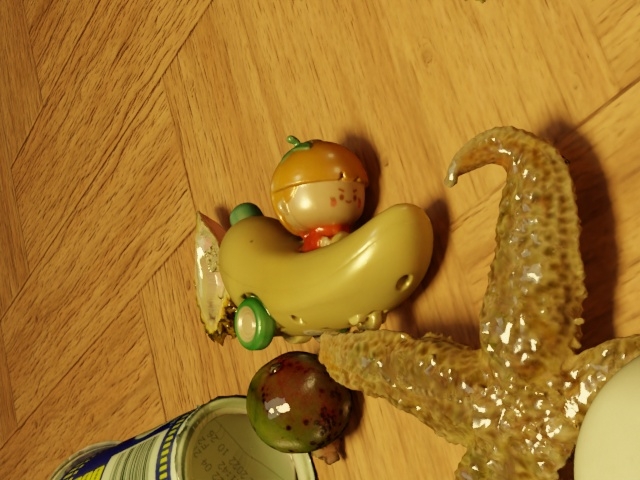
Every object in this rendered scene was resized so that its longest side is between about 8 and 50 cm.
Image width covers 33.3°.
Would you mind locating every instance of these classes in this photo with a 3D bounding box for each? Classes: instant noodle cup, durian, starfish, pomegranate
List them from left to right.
[{"bbox_3d":[-0.168,0.334,1.334,0.312,0.284,0.284,-38,60,43],"label":"instant noodle cup"},{"bbox_3d":[-0.119,0.035,1.389,0.140,0.078,0.224,103,157,-44],"label":"durian"},{"bbox_3d":[-0.019,0.184,1.209,0.130,0.130,0.130,5,96,57],"label":"pomegranate"},{"bbox_3d":[0.120,0.134,0.934,0.324,0.082,0.432,50,125,29],"label":"starfish"}]

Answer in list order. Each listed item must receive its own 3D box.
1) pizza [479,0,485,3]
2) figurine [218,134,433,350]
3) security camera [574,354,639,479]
[{"bbox_3d":[0.175,-0.319,0.910,0.288,0.075,0.280,-35,59,55],"label":"pizza"},{"bbox_3d":[0.000,0.000,1.160,0.324,0.124,0.222,-18,73,53],"label":"figurine"},{"bbox_3d":[0.255,0.180,0.707,0.194,0.195,0.236,-1,86,57],"label":"security camera"}]
